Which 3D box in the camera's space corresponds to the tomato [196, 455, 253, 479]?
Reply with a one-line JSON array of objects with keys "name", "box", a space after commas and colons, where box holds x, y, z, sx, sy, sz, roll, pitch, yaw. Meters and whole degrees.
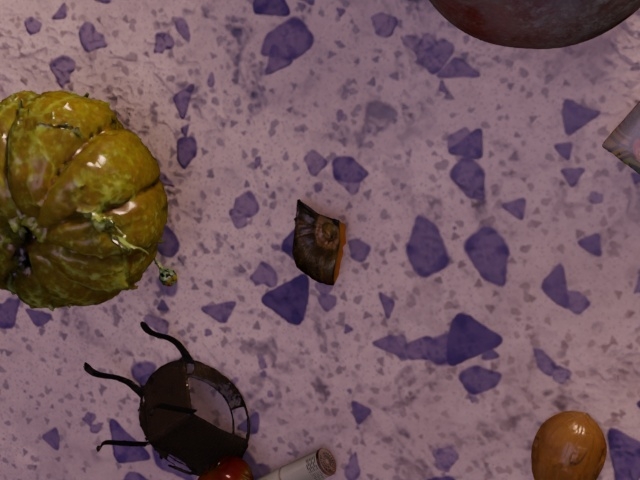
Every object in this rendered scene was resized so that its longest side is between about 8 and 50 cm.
[{"name": "tomato", "box": [-0.130, 0.342, 1.538, 0.087, 0.087, 0.075, -33, 92, 26]}]

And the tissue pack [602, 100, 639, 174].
[{"name": "tissue pack", "box": [0.403, -0.132, 1.238, 0.108, 0.060, 0.148, 41, 114, 7]}]

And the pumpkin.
[{"name": "pumpkin", "box": [-0.001, 0.001, 1.448, 0.073, 0.035, 0.101, 20, 115, 27]}]

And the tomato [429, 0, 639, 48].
[{"name": "tomato", "box": [0.217, -0.351, 1.113, 0.317, 0.282, 0.316, -3, 132, -3]}]

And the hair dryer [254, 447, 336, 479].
[{"name": "hair dryer", "box": [-0.010, 0.395, 1.564, 0.155, 0.044, 0.183, -30, 96, 28]}]

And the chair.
[{"name": "chair", "box": [-0.208, 0.239, 1.568, 0.174, 0.149, 0.213, -36, 133, 23]}]

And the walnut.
[{"name": "walnut", "box": [0.307, 0.275, 1.399, 0.091, 0.052, 0.121, 20, 109, 18]}]

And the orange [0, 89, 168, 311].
[{"name": "orange", "box": [-0.339, -0.048, 1.460, 0.300, 0.223, 0.301, 44, 121, -1]}]

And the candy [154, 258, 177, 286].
[{"name": "candy", "box": [-0.227, 0.028, 1.548, 0.023, 0.025, 0.083, -32, 83, -17]}]
